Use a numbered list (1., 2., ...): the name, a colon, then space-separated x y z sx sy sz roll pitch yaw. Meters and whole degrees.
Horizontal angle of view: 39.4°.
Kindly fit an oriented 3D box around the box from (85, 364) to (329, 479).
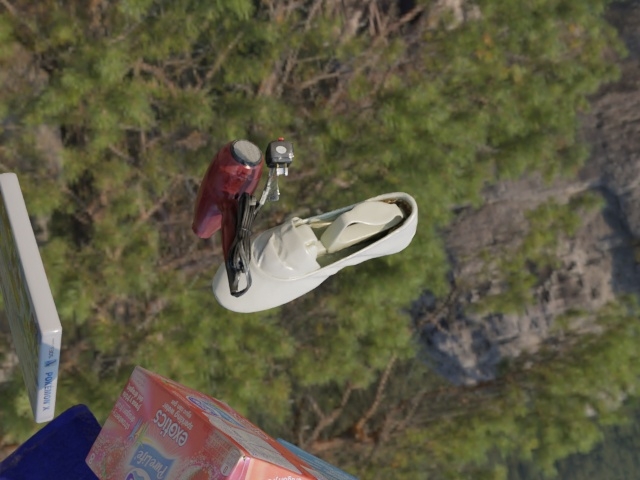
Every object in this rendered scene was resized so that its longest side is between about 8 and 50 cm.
1. box: -0.135 0.275 1.044 0.154 0.142 0.300 32 173 -35

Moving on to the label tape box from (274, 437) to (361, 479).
1. label tape box: -0.014 0.443 1.430 0.240 0.106 0.334 26 -179 7

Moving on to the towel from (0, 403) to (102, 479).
1. towel: -0.332 0.402 1.192 0.227 0.308 0.076 -35 156 -11

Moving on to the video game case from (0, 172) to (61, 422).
1. video game case: -0.506 0.102 1.538 0.036 0.329 0.300 -10 146 -26

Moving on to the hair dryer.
1. hair dryer: -0.138 -0.041 1.293 0.080 0.223 0.293 22 173 -18

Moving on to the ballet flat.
1. ballet flat: 0.000 0.000 1.536 0.400 0.139 0.139 -20 166 -25
